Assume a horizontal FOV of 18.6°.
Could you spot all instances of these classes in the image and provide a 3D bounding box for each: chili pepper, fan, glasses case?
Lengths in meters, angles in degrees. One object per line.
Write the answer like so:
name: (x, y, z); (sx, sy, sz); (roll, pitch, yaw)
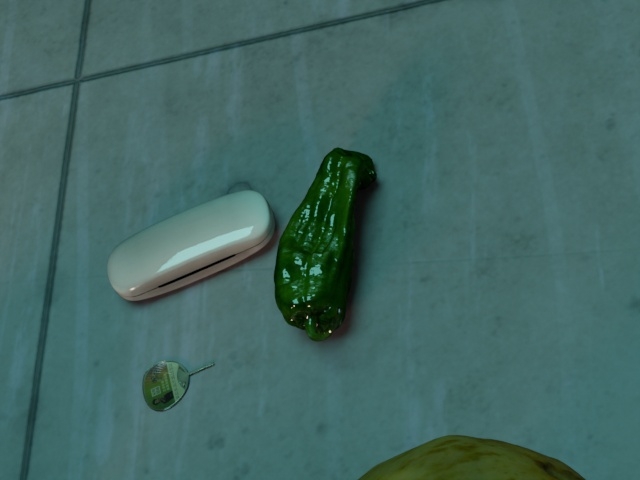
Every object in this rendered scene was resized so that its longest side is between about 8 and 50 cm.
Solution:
chili pepper: (0.005, 0.002, 2.033); (0.100, 0.074, 0.257); (-4, 55, 23)
fan: (-0.154, 0.153, 2.048); (0.080, 0.003, 0.060); (0, 58, 25)
glasses case: (-0.141, 0.005, 2.115); (0.193, 0.049, 0.074); (-24, 50, 9)

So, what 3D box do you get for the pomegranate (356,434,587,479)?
pomegranate: (0.120, 0.330, 1.607); (0.342, 0.342, 0.342); (-12, 53, 17)
